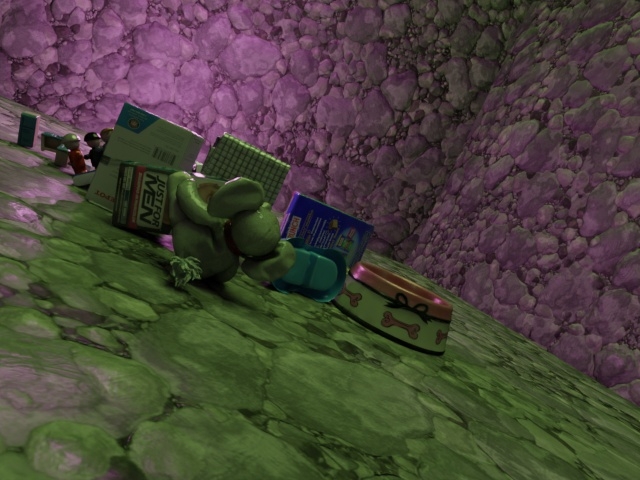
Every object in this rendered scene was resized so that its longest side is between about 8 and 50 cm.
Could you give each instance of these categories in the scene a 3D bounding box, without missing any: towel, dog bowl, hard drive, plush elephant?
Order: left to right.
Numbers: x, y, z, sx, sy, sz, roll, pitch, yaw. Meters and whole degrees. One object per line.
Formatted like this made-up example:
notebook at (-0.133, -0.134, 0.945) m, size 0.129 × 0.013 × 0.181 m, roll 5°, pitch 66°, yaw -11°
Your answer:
hard drive at (-0.689, -0.235, 1.745) m, size 0.210 × 0.040 × 0.318 m, roll -13°, pitch 10°, yaw -4°
plush elephant at (-0.205, -0.024, 1.173) m, size 0.256 × 0.271 × 0.330 m, roll -16°, pitch 27°, yaw -2°
towel at (-0.250, -0.151, 1.515) m, size 0.235 × 0.283 × 0.121 m, roll 24°, pitch 4°, yaw -9°
dog bowl at (-0.050, 0.083, 1.505) m, size 0.297 × 0.165 × 0.074 m, roll 19°, pitch -4°, yaw -42°
dog bowl at (0.243, 0.204, 1.641) m, size 0.408 × 0.150 × 0.408 m, roll 24°, pitch 6°, yaw -2°

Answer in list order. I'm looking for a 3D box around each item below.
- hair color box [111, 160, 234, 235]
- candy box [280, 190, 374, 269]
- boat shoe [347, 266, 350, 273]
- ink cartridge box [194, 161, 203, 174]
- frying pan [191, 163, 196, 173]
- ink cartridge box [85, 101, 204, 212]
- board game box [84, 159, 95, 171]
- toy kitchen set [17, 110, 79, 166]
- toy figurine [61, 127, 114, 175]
hair color box at (-0.369, -0.100, 1.377) m, size 0.348 × 0.173 × 0.105 m, roll 10°, pitch 9°, yaw -10°
candy box at (0.000, 0.000, 1.889) m, size 0.317 × 0.268 × 0.122 m, roll 23°, pitch 2°, yaw -17°
boat shoe at (-0.038, 0.095, 1.756) m, size 0.285 × 0.092 × 0.103 m, roll 19°, pitch 23°, yaw -7°
ink cartridge box at (-0.607, -0.281, 2.300) m, size 0.330 × 0.071 × 0.324 m, roll 22°, pitch -21°, yaw -15°
frying pan at (-0.524, -0.205, 1.999) m, size 0.053 × 0.197 × 0.326 m, roll 11°, pitch 11°, yaw -12°
ink cartridge box at (-0.517, -0.215, 1.504) m, size 0.223 × 0.307 × 0.129 m, roll 25°, pitch 3°, yaw 1°
board game box at (-0.924, -0.300, 1.993) m, size 0.104 × 0.026 × 0.154 m, roll 24°, pitch 6°, yaw -4°
toy kitchen set at (-0.983, -0.363, 1.807) m, size 0.207 × 0.122 × 0.166 m, roll 15°, pitch 19°, yaw -14°
toy figurine at (-0.767, -0.323, 1.783) m, size 0.210 × 0.148 × 0.213 m, roll -11°, pitch 10°, yaw 11°
